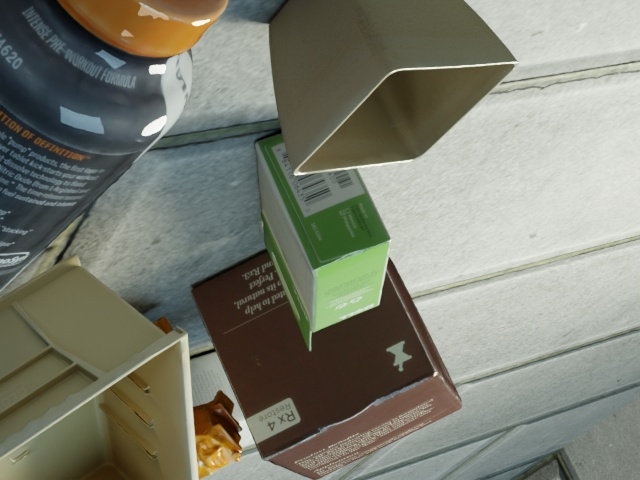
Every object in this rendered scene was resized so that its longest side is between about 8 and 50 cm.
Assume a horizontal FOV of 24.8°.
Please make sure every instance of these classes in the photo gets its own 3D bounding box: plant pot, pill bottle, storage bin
[{"bbox_3d":[0.031,-0.112,0.873,0.109,0.096,0.109,-10,156,-41],"label":"plant pot"},{"bbox_3d":[-0.149,-0.069,0.702,0.130,0.130,0.246,-3,152,-49],"label":"pill bottle"},{"bbox_3d":[-0.227,0.188,1.058,0.260,0.123,0.262,-34,145,-30],"label":"storage bin"}]

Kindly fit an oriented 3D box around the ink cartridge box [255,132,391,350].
[{"bbox_3d":[0.000,0.000,1.120,0.062,0.109,0.209,-22,161,-9],"label":"ink cartridge box"}]

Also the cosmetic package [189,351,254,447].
[{"bbox_3d":[-0.153,0.180,1.460,0.231,0.085,0.117,-14,159,-26],"label":"cosmetic package"}]

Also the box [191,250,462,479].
[{"bbox_3d":[0.012,0.101,1.318,0.168,0.167,0.203,-26,162,4],"label":"box"}]

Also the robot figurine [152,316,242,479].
[{"bbox_3d":[-0.227,0.188,1.287,0.291,0.085,0.211,-25,122,14],"label":"robot figurine"}]
